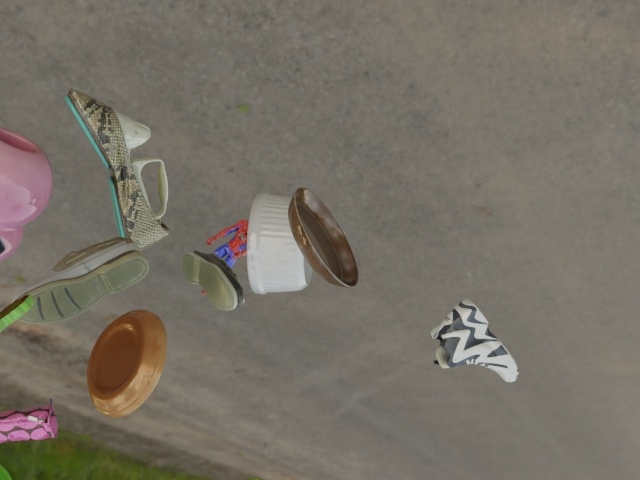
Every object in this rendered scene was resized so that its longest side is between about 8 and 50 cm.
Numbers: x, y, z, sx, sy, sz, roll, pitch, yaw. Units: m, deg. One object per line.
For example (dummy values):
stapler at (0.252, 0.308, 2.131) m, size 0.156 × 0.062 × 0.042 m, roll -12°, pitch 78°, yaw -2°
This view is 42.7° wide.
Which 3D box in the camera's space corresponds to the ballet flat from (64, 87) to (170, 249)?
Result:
ballet flat at (-0.512, -0.200, 2.175) m, size 0.182 × 0.164 × 0.483 m, roll -23°, pitch 120°, yaw -15°

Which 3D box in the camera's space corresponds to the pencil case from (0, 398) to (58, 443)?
pencil case at (-0.734, 0.438, 1.940) m, size 0.209 × 0.095 × 0.098 m, roll -7°, pitch 174°, yaw -9°

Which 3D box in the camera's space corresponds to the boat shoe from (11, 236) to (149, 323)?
boat shoe at (-0.537, 0.086, 1.815) m, size 0.302 × 0.103 × 0.113 m, roll -22°, pitch 136°, yaw -19°

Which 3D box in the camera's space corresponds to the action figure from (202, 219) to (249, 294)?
action figure at (-0.245, 0.039, 2.023) m, size 0.280 × 0.091 × 0.139 m, roll -44°, pitch 169°, yaw 33°

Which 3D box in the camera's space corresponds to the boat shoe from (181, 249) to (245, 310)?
boat shoe at (-0.208, 0.077, 1.681) m, size 0.068 × 0.081 × 0.227 m, roll -4°, pitch -158°, yaw -35°

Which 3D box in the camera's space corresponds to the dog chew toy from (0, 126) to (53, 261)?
dog chew toy at (-0.652, -0.048, 1.566) m, size 0.206 × 0.206 × 0.332 m, roll 23°, pitch 104°, yaw -32°

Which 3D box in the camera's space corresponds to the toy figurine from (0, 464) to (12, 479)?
toy figurine at (-0.513, 0.379, 1.140) m, size 0.173 × 0.130 × 0.159 m, roll 26°, pitch 173°, yaw 24°

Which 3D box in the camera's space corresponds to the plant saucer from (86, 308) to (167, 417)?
plant saucer at (-0.356, 0.215, 1.472) m, size 0.200 × 0.200 × 0.037 m, roll -17°, pitch 146°, yaw 36°

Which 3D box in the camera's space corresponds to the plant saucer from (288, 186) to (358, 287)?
plant saucer at (0.000, 0.000, 1.208) m, size 0.029 × 0.168 × 0.168 m, roll -29°, pitch 143°, yaw 17°

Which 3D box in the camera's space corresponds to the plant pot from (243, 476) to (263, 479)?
plant pot at (-0.095, 0.346, 1.044) m, size 0.083 × 0.083 × 0.079 m, roll 17°, pitch 124°, yaw -23°

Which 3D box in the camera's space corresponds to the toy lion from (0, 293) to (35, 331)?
toy lion at (-0.452, 0.114, 1.158) m, size 0.096 × 0.100 × 0.034 m, roll -27°, pitch 107°, yaw 18°

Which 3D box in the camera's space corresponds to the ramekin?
ramekin at (-0.074, 0.008, 1.650) m, size 0.109 × 0.207 × 0.207 m, roll 3°, pitch 153°, yaw 7°

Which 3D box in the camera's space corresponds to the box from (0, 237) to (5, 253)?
box at (-0.636, 0.052, 0.949) m, size 0.293 × 0.395 × 0.212 m, roll -10°, pitch 118°, yaw 33°

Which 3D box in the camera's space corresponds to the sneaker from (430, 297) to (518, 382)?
sneaker at (0.340, 0.262, 1.874) m, size 0.153 × 0.094 × 0.235 m, roll -35°, pitch 114°, yaw 2°
